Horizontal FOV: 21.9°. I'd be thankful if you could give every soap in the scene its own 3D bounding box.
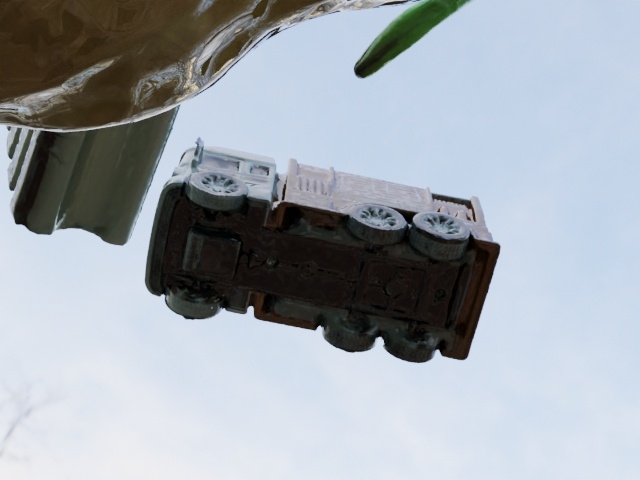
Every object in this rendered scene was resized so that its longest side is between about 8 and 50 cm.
[{"bbox_3d":[-0.141,-0.136,1.117,0.094,0.150,0.261,10,-54,-21],"label":"soap"}]

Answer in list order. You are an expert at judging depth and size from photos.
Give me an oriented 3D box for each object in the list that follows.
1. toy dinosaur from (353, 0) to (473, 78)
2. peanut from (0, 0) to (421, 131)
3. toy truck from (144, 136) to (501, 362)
[{"bbox_3d":[0.106,-0.223,1.194,0.144,0.500,0.374,56,-29,-7],"label":"toy dinosaur"},{"bbox_3d":[-0.050,-0.142,0.610,0.174,0.340,0.158,68,-14,-11],"label":"peanut"},{"bbox_3d":[0.000,0.000,1.522,0.305,0.162,0.136,12,-64,-4],"label":"toy truck"}]
